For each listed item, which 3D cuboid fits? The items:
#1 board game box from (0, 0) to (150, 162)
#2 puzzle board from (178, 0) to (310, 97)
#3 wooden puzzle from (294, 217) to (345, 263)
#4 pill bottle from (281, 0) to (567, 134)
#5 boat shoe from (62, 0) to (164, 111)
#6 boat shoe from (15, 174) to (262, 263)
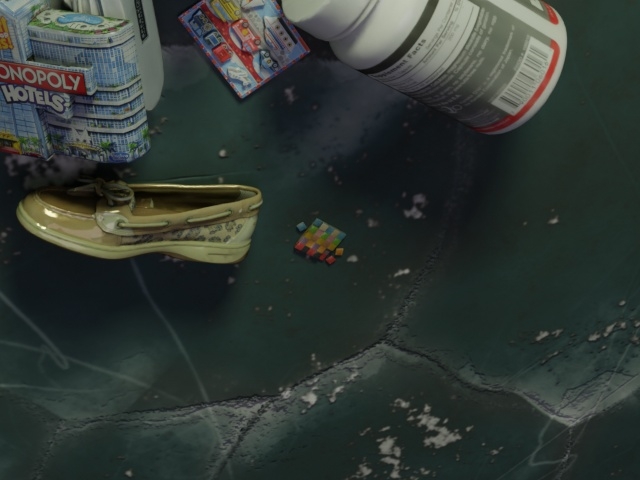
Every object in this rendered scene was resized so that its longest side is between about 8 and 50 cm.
[{"bbox_3d":[-0.276,-0.175,1.075,0.194,0.060,0.194,12,129,19],"label":"board game box"},{"bbox_3d":[-0.082,-0.226,1.195,0.096,0.011,0.128,-33,130,8],"label":"puzzle board"},{"bbox_3d":[0.000,0.000,1.398,0.083,0.006,0.049,26,115,-33],"label":"wooden puzzle"},{"bbox_3d":[0.110,-0.235,1.155,0.283,0.161,0.161,22,117,-30],"label":"pill bottle"},{"bbox_3d":[-0.220,-0.250,1.081,0.084,0.095,0.258,5,117,16],"label":"boat shoe"},{"bbox_3d":[-0.204,-0.037,1.249,0.285,0.104,0.089,4,121,-34],"label":"boat shoe"}]
